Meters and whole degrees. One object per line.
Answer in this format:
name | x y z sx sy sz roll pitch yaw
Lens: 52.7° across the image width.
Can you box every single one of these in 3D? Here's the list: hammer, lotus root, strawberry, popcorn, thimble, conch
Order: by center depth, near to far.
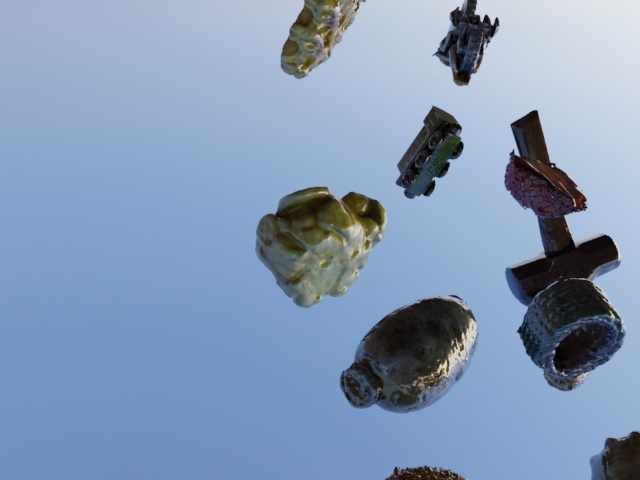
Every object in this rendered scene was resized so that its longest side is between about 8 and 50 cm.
thimble | 0.367 0.128 0.945 0.118 0.135 0.090 20 -149 -19
conch | 0.524 0.416 0.989 0.169 0.203 0.386 34 -149 -9
lotus root | 0.188 0.193 1.172 0.175 0.175 0.349 25 -143 33
strawberry | 0.415 -0.096 1.216 0.192 0.085 0.140 41 -150 24
hammer | 0.497 -0.080 1.421 0.242 0.409 0.095 -19 -170 -3
popcorn | 0.004 0.013 1.675 0.292 0.294 0.334 -17 178 31

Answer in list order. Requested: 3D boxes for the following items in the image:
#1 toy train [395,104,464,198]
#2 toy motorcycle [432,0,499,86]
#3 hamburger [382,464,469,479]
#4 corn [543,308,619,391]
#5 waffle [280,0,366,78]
toy train | 0.268 -0.214 1.615 0.090 0.226 0.137 20 -148 -24
toy motorcycle | 0.257 -0.342 1.153 0.094 0.130 0.229 16 -140 -3
hamburger | 0.179 0.485 0.985 0.294 0.179 0.276 6 -134 -31
corn | 0.609 0.235 1.481 0.098 0.098 0.289 28 -133 36
waffle | 0.030 -0.344 0.904 0.056 0.249 0.253 35 -114 -1
